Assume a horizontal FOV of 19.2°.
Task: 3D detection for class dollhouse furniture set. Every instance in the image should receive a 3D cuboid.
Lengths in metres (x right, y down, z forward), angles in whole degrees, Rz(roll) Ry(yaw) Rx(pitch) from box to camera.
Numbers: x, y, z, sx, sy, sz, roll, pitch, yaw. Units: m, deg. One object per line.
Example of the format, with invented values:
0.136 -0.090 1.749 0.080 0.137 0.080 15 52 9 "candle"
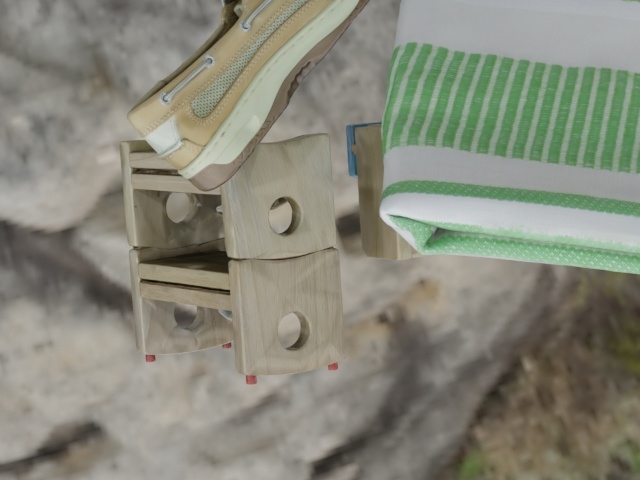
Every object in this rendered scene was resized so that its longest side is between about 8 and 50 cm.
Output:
0.000 0.000 1.087 0.183 0.129 0.129 -7 -173 -32 "dollhouse furniture set"

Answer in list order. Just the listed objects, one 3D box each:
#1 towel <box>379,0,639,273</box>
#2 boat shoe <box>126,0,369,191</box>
0.160 -0.112 0.929 0.247 0.325 0.038 5 140 6 "towel"
-0.027 -0.118 0.960 0.072 0.190 0.068 39 161 -13 "boat shoe"
